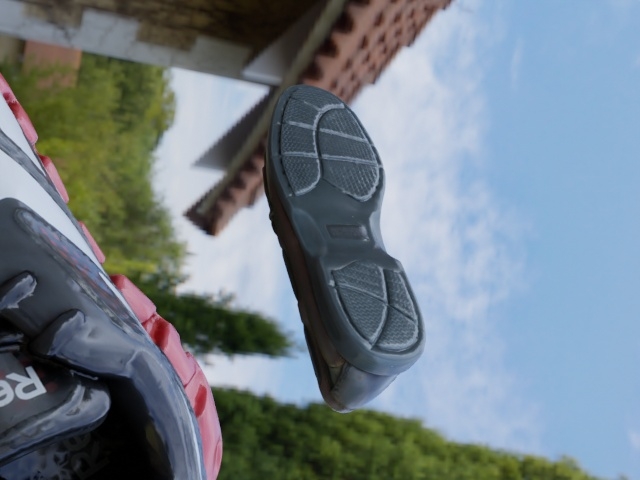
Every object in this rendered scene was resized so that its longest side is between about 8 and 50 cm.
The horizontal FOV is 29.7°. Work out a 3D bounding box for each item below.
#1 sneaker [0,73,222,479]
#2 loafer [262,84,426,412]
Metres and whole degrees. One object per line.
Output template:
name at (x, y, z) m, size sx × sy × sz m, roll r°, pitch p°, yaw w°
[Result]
sneaker at (-0.121, 0.011, 0.382) m, size 0.098 × 0.276 × 0.135 m, roll -34°, pitch -163°, yaw -1°
loafer at (0.000, 0.000, 0.875) m, size 0.084 × 0.096 × 0.267 m, roll -57°, pitch -146°, yaw 39°
